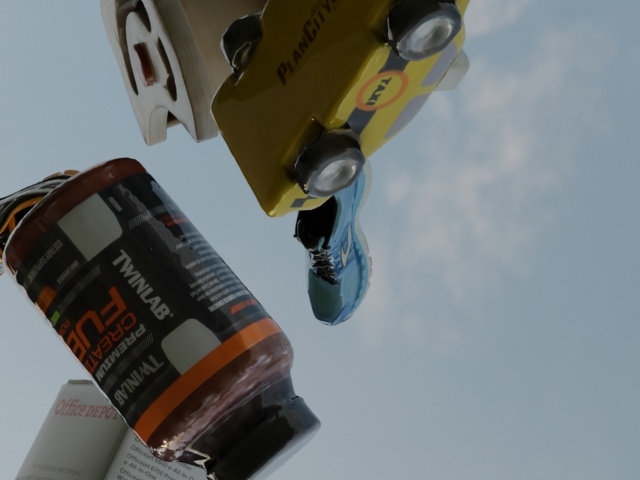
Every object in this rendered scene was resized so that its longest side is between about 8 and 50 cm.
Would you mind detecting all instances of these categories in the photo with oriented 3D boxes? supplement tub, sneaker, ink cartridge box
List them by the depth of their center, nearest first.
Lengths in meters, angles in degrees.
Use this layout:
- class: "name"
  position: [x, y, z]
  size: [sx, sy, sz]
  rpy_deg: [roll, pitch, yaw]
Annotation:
- class: "supplement tub"
  position: [-0.087, 0.054, 0.916]
  size: [0.106, 0.106, 0.198]
  rpy_deg: [-45, -101, 18]
- class: "sneaker"
  position: [0.000, 0.000, 1.330]
  size: [0.063, 0.073, 0.162]
  rpy_deg: [13, -62, 29]
- class: "ink cartridge box"
  position: [-0.228, 0.299, 1.524]
  size: [0.223, 0.129, 0.307]
  rpy_deg: [-8, -127, 60]
- class: "sneaker"
  position: [-0.333, -0.005, 1.651]
  size: [0.215, 0.084, 0.083]
  rpy_deg: [-30, -166, 11]

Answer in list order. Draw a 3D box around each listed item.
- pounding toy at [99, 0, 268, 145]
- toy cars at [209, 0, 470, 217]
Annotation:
- class: "pounding toy"
  position: [-0.041, -0.143, 0.988]
  size: [0.155, 0.269, 0.154]
  rpy_deg: [-21, -101, -14]
- class: "toy cars"
  position: [0.031, -0.203, 0.755]
  size: [0.176, 0.087, 0.394]
  rpy_deg: [13, -77, 50]
